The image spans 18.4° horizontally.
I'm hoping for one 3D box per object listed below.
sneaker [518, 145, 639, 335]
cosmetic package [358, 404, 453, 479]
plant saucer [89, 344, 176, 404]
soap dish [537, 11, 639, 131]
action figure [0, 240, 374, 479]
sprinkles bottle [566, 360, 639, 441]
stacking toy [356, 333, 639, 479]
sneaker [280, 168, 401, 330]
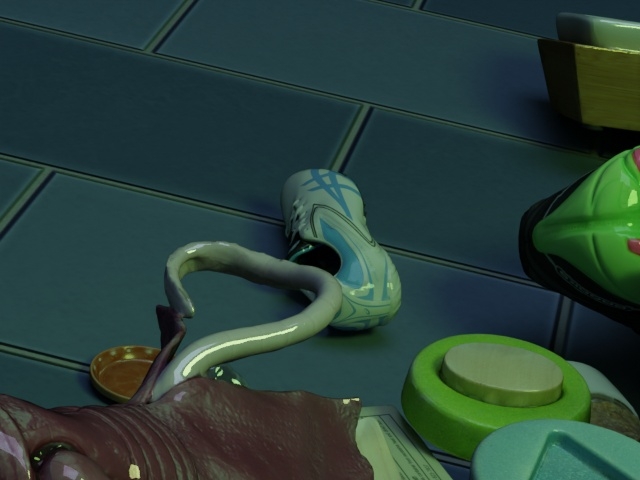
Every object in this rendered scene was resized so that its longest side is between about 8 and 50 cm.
[{"bbox_3d":[0.375,0.004,1.735,0.483,0.185,0.202,12,-13,-34],"label":"sneaker"},{"bbox_3d":[-0.066,0.202,1.276,0.310,0.113,0.160,-3,30,-24],"label":"cosmetic package"},{"bbox_3d":[-0.139,0.108,1.545,0.084,0.013,0.083,9,27,-4],"label":"plant saucer"},{"bbox_3d":[0.387,-0.168,2.116,0.291,0.118,0.229,7,7,-5],"label":"soap dish"},{"bbox_3d":[-0.097,0.127,1.003,0.248,0.275,0.370,9,-2,34],"label":"action figure"},{"bbox_3d":[0.224,0.221,1.336,0.121,0.121,0.355,-1,29,-22],"label":"sprinkles bottle"},{"bbox_3d":[0.150,0.111,1.252,0.279,0.130,0.309,26,32,30],"label":"stacking toy"},{"bbox_3d":[0.000,0.000,1.733,0.086,0.085,0.237,5,25,-21],"label":"sneaker"}]
